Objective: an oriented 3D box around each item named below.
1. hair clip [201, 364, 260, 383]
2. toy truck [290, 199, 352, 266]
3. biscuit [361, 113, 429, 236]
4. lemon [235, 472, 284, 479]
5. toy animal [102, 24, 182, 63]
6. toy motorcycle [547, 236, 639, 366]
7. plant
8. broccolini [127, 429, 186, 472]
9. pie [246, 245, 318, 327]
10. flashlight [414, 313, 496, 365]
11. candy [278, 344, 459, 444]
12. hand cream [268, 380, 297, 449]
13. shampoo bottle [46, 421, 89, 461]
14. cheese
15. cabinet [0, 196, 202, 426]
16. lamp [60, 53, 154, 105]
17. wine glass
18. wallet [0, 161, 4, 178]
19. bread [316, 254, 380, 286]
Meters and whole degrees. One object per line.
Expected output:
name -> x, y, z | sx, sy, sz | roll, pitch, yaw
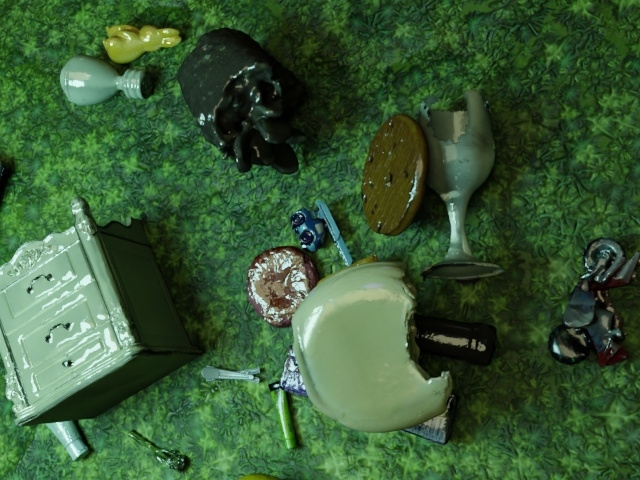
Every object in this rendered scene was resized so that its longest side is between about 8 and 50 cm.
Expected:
hair clip -> -0.167, 0.249, 1.443 | 0.115, 0.039, 0.030 | -2, 86, 17
toy truck -> 0.000, 0.000, 1.412 | 0.074, 0.063, 0.136 | -23, 77, -5
biscuit -> 0.126, -0.111, 1.325 | 0.036, 0.212, 0.212 | 6, 81, -24
lemon -> -0.101, 0.483, 1.312 | 0.206, 0.173, 0.173 | 6, 84, 30
toy animal -> -0.361, -0.411, 1.608 | 0.159, 0.083, 0.070 | -9, 51, 8
toy motorcycle -> 0.444, 0.104, 1.218 | 0.122, 0.082, 0.213 | 22, 90, 23
plant -> -0.128, -0.249, 1.422 | 0.188, 0.199, 0.276 | -43, 64, 13
broccolini -> -0.311, 0.394, 1.480 | 0.140, 0.030, 0.035 | 27, 83, 26
pie -> -0.070, 0.083, 1.432 | 0.153, 0.038, 0.154 | -2, 83, 19
flashlight -> 0.179, 0.159, 1.310 | 0.232, 0.093, 0.093 | 8, 85, 16
candy -> 0.082, 0.259, 1.338 | 0.312, 0.061, 0.088 | 15, 89, 21
hand cream -> -0.067, 0.314, 1.403 | 0.036, 0.023, 0.122 | -23, 73, 27
shampoo bottle -> -0.525, 0.355, 1.553 | 0.069, 0.041, 0.191 | -41, 71, 4
cheese -> 0.085, 0.170, 1.226 | 0.233, 0.127, 0.266 | -13, 95, 18
cabinet -> -0.445, 0.136, 1.459 | 0.290, 0.227, 0.318 | -30, 73, 14
lamp -> -0.443, -0.328, 1.601 | 0.193, 0.106, 0.106 | 5, 83, 13
wine glass -> 0.228, -0.090, 1.302 | 0.143, 0.143, 0.321 | -7, 78, 19
wallet -> -0.764, -0.072, 1.693 | 0.170, 0.069, 0.231 | 10, 81, 39
bread -> 0.059, 0.081, 1.373 | 0.132, 0.053, 0.074 | -26, 73, 26
